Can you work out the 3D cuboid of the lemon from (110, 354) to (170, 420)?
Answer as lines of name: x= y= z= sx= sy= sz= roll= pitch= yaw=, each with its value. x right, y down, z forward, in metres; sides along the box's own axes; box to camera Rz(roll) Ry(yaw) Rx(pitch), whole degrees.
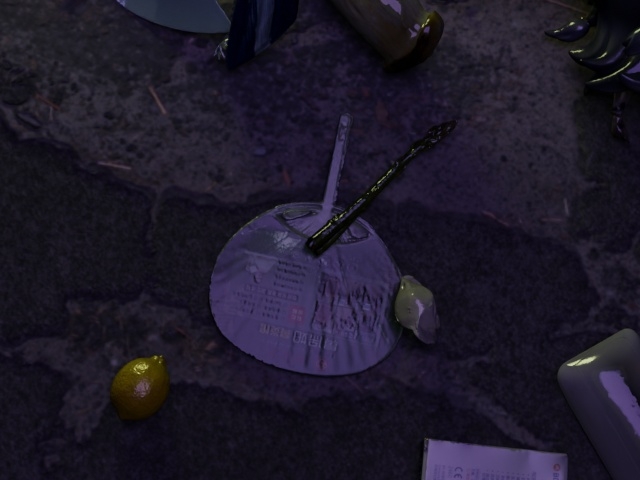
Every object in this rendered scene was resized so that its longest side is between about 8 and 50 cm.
lemon: x=-0.195 y=0.160 z=1.754 sx=0.062 sy=0.062 sz=0.083 roll=31 pitch=76 yaw=1

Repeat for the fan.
fan: x=0.018 y=0.028 z=1.834 sx=0.223 sy=0.012 sz=0.294 roll=41 pitch=76 yaw=3

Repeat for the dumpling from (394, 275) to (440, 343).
dumpling: x=0.115 y=0.079 z=1.811 sx=0.057 sy=0.076 sz=0.052 roll=8 pitch=111 yaw=-36

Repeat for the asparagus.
asparagus: x=0.071 y=-0.065 z=1.846 sx=0.233 sy=0.022 sz=0.023 roll=-43 pitch=60 yaw=-13

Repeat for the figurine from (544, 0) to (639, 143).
figurine: x=0.386 y=-0.267 z=1.869 sx=0.175 sy=0.197 sz=0.265 roll=0 pitch=71 yaw=-27

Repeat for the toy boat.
toy boat: x=-0.148 y=-0.336 z=1.848 sx=0.292 sy=0.070 sz=0.210 roll=29 pitch=97 yaw=4

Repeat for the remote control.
remote control: x=0.387 y=0.254 z=1.807 sx=0.109 sy=0.055 sz=0.313 roll=-28 pitch=83 yaw=-12

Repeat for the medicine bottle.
medicine bottle: x=0.185 y=0.324 z=1.770 sx=0.171 sy=0.052 sz=0.201 roll=6 pitch=76 yaw=-5

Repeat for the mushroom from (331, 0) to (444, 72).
mushroom: x=0.026 y=-0.328 z=1.868 sx=0.312 sy=0.100 sz=0.081 roll=54 pitch=38 yaw=6
